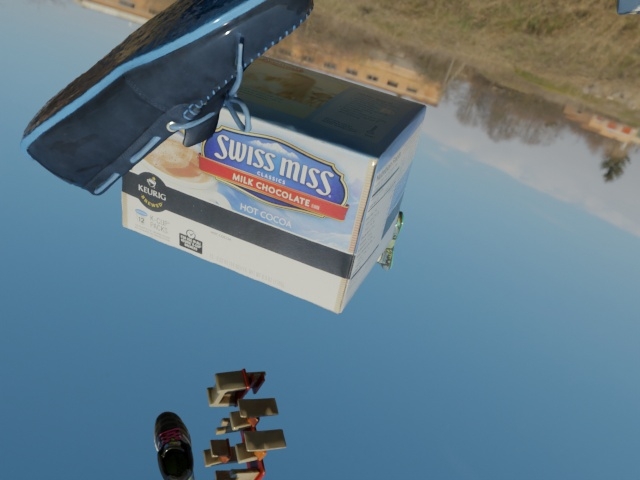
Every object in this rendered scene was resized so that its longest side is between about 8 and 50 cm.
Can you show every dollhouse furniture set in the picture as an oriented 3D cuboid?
[{"bbox_3d":[-0.173,0.436,1.333,0.135,0.262,0.259,6,-135,-29],"label":"dollhouse furniture set"}]

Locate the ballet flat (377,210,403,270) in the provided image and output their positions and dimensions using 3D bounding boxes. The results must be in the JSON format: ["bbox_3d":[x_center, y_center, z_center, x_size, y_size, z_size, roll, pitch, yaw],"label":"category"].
[{"bbox_3d":[0.126,-0.001,1.180,0.070,0.188,0.070,1,-129,-2],"label":"ballet flat"}]

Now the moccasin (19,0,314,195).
[{"bbox_3d":[-0.144,-0.155,0.574,0.117,0.342,0.138,49,-148,-35],"label":"moccasin"}]

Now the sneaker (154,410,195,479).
[{"bbox_3d":[-0.251,0.357,0.979,0.063,0.075,0.170,-9,-137,-18],"label":"sneaker"}]

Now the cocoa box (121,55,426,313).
[{"bbox_3d":[-0.066,-0.104,0.787,0.347,0.228,0.231,21,-146,14],"label":"cocoa box"}]

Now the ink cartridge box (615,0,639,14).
[{"bbox_3d":[0.366,-0.461,0.615,0.069,0.371,0.176,2,-129,19],"label":"ink cartridge box"}]
